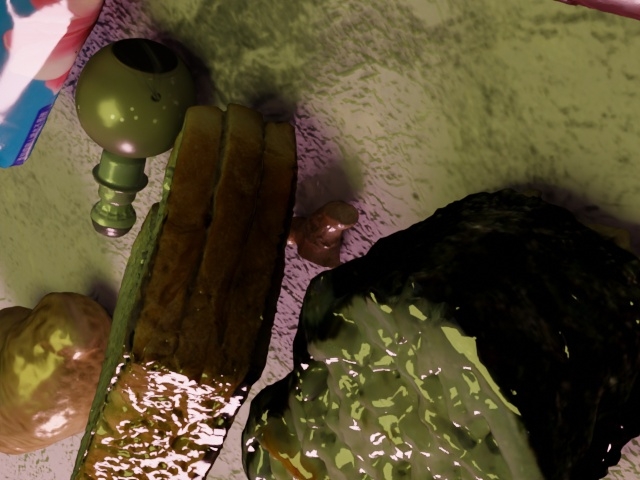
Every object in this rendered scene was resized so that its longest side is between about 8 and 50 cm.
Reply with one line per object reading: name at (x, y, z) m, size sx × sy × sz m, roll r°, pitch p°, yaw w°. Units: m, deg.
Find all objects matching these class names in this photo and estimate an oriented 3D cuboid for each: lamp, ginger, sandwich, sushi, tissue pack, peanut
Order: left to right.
tissue pack at (-0.280, -0.182, 1.431) m, size 0.209 × 0.137 × 0.269 m, roll 21°, pitch 147°, yaw -13°
peanut at (-0.262, 0.123, 1.740) m, size 0.253 × 0.122 × 0.137 m, roll -22°, pitch 88°, yaw 55°
lamp at (-0.146, -0.072, 1.432) m, size 0.091 × 0.091 × 0.163 m, roll 36°, pitch 130°, yaw 30°
sandwich at (-0.097, 0.050, 1.369) m, size 0.095 × 0.249 × 0.273 m, roll 17°, pitch 145°, yaw -8°
ginger at (-0.001, 0.001, 1.372) m, size 0.097 × 0.030 × 0.048 m, roll -20°, pitch 98°, yaw 59°
sushi at (0.083, 0.106, 1.223) m, size 0.211 × 0.171 × 0.350 m, roll 48°, pitch 146°, yaw 12°

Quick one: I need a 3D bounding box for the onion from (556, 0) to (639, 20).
onion at (0.153, -0.214, 0.842) m, size 0.252 × 0.219 × 0.252 m, roll 2°, pitch 97°, yaw 15°
